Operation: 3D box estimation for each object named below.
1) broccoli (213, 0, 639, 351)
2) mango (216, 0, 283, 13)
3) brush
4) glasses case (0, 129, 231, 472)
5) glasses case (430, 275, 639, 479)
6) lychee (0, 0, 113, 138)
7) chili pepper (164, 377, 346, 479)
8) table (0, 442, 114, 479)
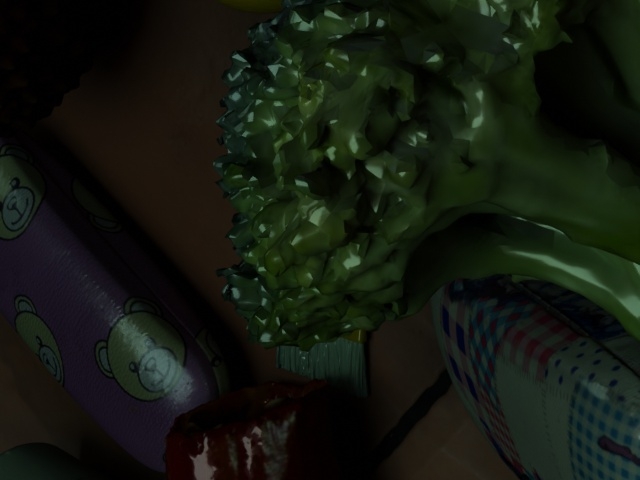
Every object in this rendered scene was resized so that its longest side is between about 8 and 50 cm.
[{"bbox_3d":[0.125,-0.002,0.719,0.353,0.275,0.397,-11,76,24],"label":"broccoli"},{"bbox_3d":[-0.054,-0.215,1.059,0.195,0.098,0.137,27,95,25],"label":"mango"},{"bbox_3d":[0.000,0.000,1.165,0.083,0.011,0.205,18,116,42],"label":"brush"},{"bbox_3d":[-0.179,0.038,1.312,0.316,0.076,0.123,45,132,25],"label":"glasses case"},{"bbox_3d":[0.129,0.082,0.920,0.327,0.076,0.125,-139,26,-71],"label":"glasses case"},{"bbox_3d":[-0.273,-0.204,1.185,0.276,0.276,0.304,-8,124,47],"label":"lychee"},{"bbox_3d":[-0.002,0.265,1.180,0.134,0.131,0.338,-10,103,64],"label":"chili pepper"},{"bbox_3d":[-0.164,0.249,1.338,0.220,0.126,0.126,22,119,39],"label":"table"}]
